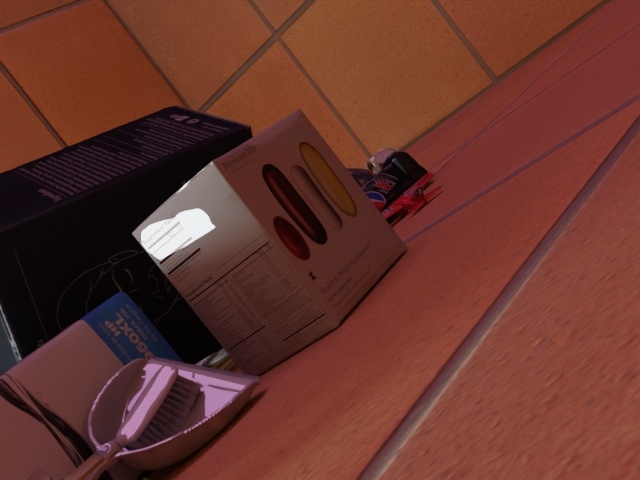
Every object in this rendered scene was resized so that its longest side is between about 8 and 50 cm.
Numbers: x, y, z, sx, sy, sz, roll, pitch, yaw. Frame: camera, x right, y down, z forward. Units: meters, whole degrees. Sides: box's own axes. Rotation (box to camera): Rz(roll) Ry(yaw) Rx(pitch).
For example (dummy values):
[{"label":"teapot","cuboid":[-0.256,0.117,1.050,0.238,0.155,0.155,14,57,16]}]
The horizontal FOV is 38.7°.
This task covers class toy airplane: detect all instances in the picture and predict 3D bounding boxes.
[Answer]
[{"label":"toy airplane","cuboid":[0.131,-0.057,1.365,0.151,0.028,0.151,-39,4,3]}]

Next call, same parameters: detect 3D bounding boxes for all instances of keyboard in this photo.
[{"label":"keyboard","cuboid":[-0.160,0.176,1.406,0.256,0.014,0.072,-36,4,40]}]

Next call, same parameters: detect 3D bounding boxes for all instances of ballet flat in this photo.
[{"label":"ballet flat","cuboid":[0.136,-0.125,1.666,0.095,0.096,0.280,-38,3,-5]}]

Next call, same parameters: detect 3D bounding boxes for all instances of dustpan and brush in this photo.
[{"label":"dustpan and brush","cuboid":[-0.166,0.173,0.808,0.147,0.060,0.211,5,46,31]}]

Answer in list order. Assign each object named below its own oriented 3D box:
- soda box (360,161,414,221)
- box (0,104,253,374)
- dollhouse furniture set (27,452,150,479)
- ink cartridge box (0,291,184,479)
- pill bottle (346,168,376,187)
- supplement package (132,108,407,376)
[{"label":"soda box","cuboid":[0.073,-0.047,1.452,0.169,0.053,0.060,-39,-30,-14]},{"label":"box","cuboid":[-0.275,0.028,1.242,0.395,0.294,0.212,-28,31,-31]},{"label":"dollhouse furniture set","cuboid":[-0.158,0.191,0.658,0.058,0.076,0.151,-42,15,-24]},{"label":"ink cartridge box","cuboid":[-0.325,0.245,0.887,0.285,0.166,0.395,-36,4,23]},{"label":"pill bottle","cuboid":[0.023,-0.068,1.528,0.108,0.108,0.180,-36,-17,32]},{"label":"supplement package","cuboid":[-0.049,0.000,0.993,0.149,0.203,0.194,-36,4,36]}]
